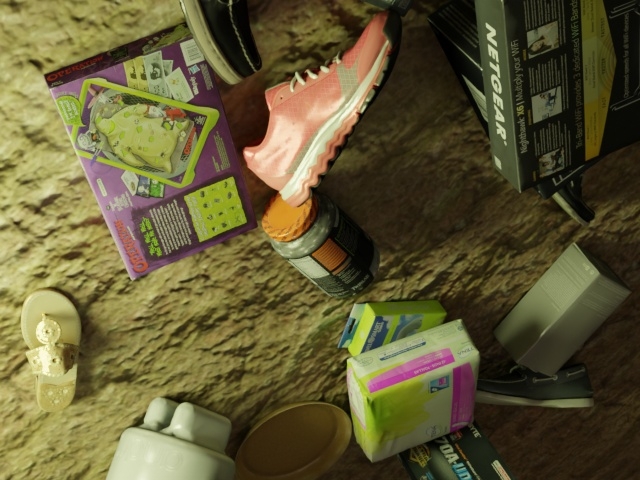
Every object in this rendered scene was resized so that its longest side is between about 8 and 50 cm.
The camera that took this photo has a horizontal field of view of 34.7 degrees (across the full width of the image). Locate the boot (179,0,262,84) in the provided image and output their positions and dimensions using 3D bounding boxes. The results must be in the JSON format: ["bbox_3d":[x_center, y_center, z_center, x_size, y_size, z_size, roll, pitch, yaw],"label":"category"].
[{"bbox_3d":[-0.046,-0.377,1.200,0.284,0.138,0.377,-15,126,2],"label":"boot"}]

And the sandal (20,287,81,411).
[{"bbox_3d":[-0.396,0.186,1.546,0.088,0.079,0.240,-10,130,-22],"label":"sandal"}]

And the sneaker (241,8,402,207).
[{"bbox_3d":[-0.005,-0.195,1.412,0.136,0.116,0.314,33,113,-1],"label":"sneaker"}]

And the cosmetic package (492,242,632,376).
[{"bbox_3d":[0.460,0.137,1.961,0.127,0.107,0.238,26,113,-41],"label":"cosmetic package"}]

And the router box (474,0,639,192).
[{"bbox_3d":[0.336,-0.241,1.344,0.243,0.081,0.308,-23,131,-10],"label":"router box"}]

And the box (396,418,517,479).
[{"bbox_3d":[0.268,0.453,2.031,0.175,0.220,0.051,-30,139,-3],"label":"box"}]

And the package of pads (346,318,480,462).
[{"bbox_3d":[0.166,0.284,1.876,0.229,0.101,0.296,-20,145,-8],"label":"package of pads"}]

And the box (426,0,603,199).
[{"bbox_3d":[0.363,-0.274,1.509,0.294,0.182,0.296,-34,133,2],"label":"box"}]

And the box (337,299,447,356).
[{"bbox_3d":[0.130,0.161,1.840,0.178,0.042,0.109,0,125,-30],"label":"box"}]

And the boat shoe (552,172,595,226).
[{"bbox_3d":[0.422,-0.102,1.754,0.079,0.084,0.233,-41,131,8],"label":"boat shoe"}]

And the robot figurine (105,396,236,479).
[{"bbox_3d":[-0.264,0.441,1.682,0.200,0.300,0.353,30,69,-39],"label":"robot figurine"}]

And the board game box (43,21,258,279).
[{"bbox_3d":[-0.222,-0.115,1.419,0.208,0.056,0.346,-26,134,-14],"label":"board game box"}]

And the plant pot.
[{"bbox_3d":[-0.054,0.382,1.929,0.236,0.032,0.236,-15,132,-17],"label":"plant pot"}]

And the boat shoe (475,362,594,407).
[{"bbox_3d":[0.419,0.287,2.088,0.319,0.116,0.099,7,79,-25],"label":"boat shoe"}]

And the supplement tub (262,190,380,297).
[{"bbox_3d":[0.000,0.000,1.584,0.117,0.117,0.190,-41,134,7],"label":"supplement tub"}]

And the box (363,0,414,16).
[{"bbox_3d":[0.087,-0.424,1.322,0.183,0.059,0.232,12,121,-35],"label":"box"}]
